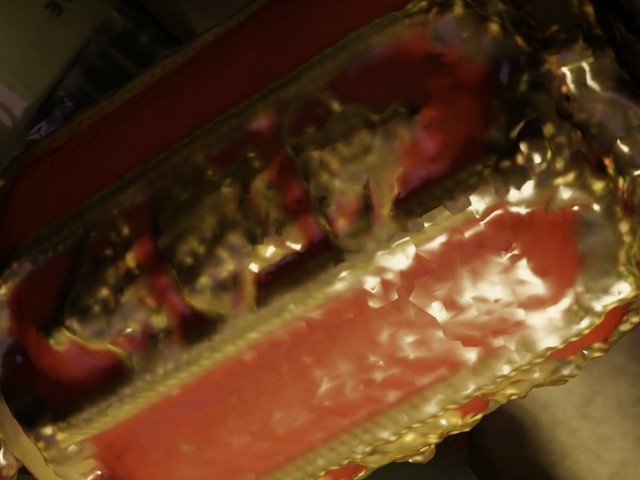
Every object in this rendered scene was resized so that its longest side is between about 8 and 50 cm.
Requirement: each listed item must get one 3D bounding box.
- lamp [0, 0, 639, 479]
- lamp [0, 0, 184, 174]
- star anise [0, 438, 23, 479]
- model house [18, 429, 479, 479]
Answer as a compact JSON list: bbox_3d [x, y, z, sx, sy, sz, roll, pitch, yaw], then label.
[{"bbox_3d":[0.000,0.000,0.704,0.274,0.177,0.177,-29,103,21],"label":"lamp"},{"bbox_3d":[-0.103,-0.060,0.820,0.250,0.101,0.101,34,134,-8],"label":"lamp"},{"bbox_3d":[-0.163,0.056,0.791,0.089,0.209,0.231,5,167,6],"label":"star anise"},{"bbox_3d":[-0.033,0.185,0.853,0.295,0.251,0.329,-33,93,44],"label":"model house"}]
